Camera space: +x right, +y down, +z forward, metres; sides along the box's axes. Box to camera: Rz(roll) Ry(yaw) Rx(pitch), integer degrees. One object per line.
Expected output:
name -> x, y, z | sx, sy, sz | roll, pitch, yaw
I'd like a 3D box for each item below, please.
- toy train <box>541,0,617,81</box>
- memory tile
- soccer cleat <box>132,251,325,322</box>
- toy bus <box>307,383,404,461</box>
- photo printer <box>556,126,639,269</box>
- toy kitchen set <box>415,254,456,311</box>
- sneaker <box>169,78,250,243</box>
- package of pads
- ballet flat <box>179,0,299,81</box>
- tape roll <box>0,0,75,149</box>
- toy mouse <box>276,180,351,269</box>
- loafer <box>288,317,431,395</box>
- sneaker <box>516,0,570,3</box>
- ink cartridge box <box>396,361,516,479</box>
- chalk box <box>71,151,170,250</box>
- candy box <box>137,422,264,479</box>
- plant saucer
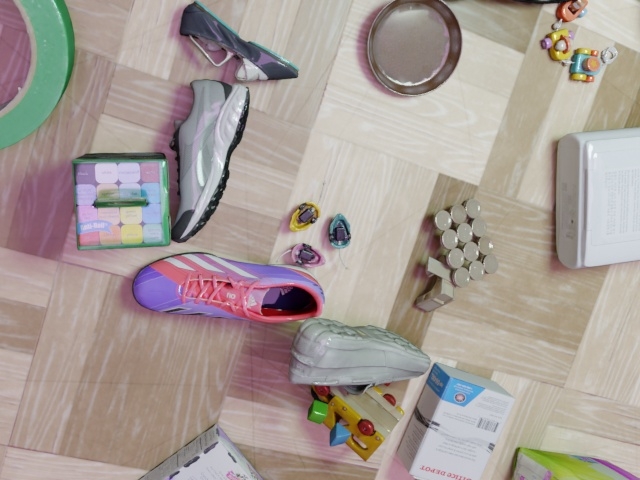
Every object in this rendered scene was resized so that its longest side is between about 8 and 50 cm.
toy train -> 0.475, -0.366, 1.195 | 0.125, 0.046, 0.166 | -46, 107, -1
memory tile -> 0.267, 0.004, 1.212 | 0.113, 0.012, 0.147 | -22, 96, -27
soccer cleat -> -0.147, 0.085, 1.097 | 0.319, 0.116, 0.108 | 5, 100, -15
toy bus -> 0.044, 0.297, 1.190 | 0.191, 0.202, 0.104 | 13, 128, -22
photo printer -> 0.602, -0.087, 1.250 | 0.308, 0.107, 0.255 | -7, 103, -13
toy kitchen set -> 0.203, 0.073, 1.226 | 0.068, 0.075, 0.083 | 27, 54, -21
sneaker -> -0.196, -0.128, 1.064 | 0.108, 0.100, 0.271 | 17, 92, -4
package of pads -> 0.523, 0.490, 1.247 | 0.229, 0.296, 0.101 | 13, 90, -16
ballet flat -> -0.134, -0.295, 1.051 | 0.203, 0.074, 0.074 | 31, 93, -11
tape roll -> -0.515, -0.280, 0.919 | 0.322, 0.077, 0.321 | -5, 116, -11
toy mouse -> 0.000, 0.000, 1.161 | 0.143, 0.031, 0.161 | 43, 89, -17
loafer -> 0.070, 0.208, 1.142 | 0.320, 0.112, 0.111 | 17, 101, -41
sneaker -> 0.327, -0.481, 1.079 | 0.385, 0.145, 0.147 | 1, 86, -11
ink cartridge box -> 0.256, 0.357, 1.266 | 0.148, 0.086, 0.203 | 21, 96, -16
chalk box -> -0.292, -0.059, 0.983 | 0.133, 0.213, 0.131 | -2, 101, -13
candy box -> -0.214, 0.453, 1.180 | 0.196, 0.070, 0.164 | -35, 107, -4
plant saucer -> 0.158, -0.331, 1.126 | 0.169, 0.029, 0.168 | -4, 110, -11
